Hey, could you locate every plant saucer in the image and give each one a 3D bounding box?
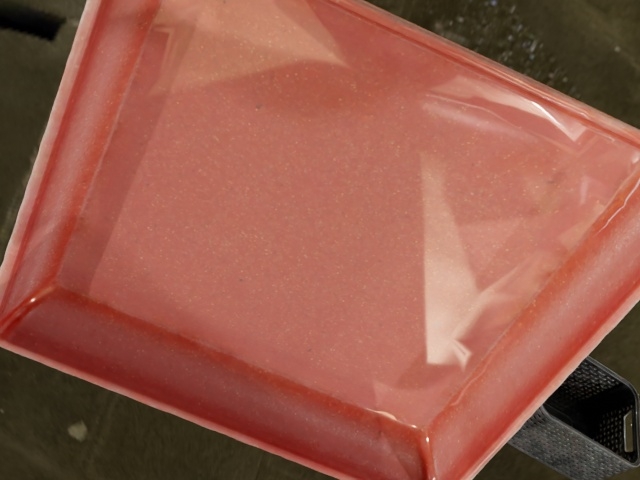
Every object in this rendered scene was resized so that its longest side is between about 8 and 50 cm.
[{"bbox_3d":[0.000,0.000,0.492,0.258,0.259,0.048,23,40,-9],"label":"plant saucer"}]

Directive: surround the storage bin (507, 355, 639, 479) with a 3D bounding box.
[{"bbox_3d":[0.304,0.209,1.333,0.180,0.084,0.122,32,46,-24],"label":"storage bin"}]
